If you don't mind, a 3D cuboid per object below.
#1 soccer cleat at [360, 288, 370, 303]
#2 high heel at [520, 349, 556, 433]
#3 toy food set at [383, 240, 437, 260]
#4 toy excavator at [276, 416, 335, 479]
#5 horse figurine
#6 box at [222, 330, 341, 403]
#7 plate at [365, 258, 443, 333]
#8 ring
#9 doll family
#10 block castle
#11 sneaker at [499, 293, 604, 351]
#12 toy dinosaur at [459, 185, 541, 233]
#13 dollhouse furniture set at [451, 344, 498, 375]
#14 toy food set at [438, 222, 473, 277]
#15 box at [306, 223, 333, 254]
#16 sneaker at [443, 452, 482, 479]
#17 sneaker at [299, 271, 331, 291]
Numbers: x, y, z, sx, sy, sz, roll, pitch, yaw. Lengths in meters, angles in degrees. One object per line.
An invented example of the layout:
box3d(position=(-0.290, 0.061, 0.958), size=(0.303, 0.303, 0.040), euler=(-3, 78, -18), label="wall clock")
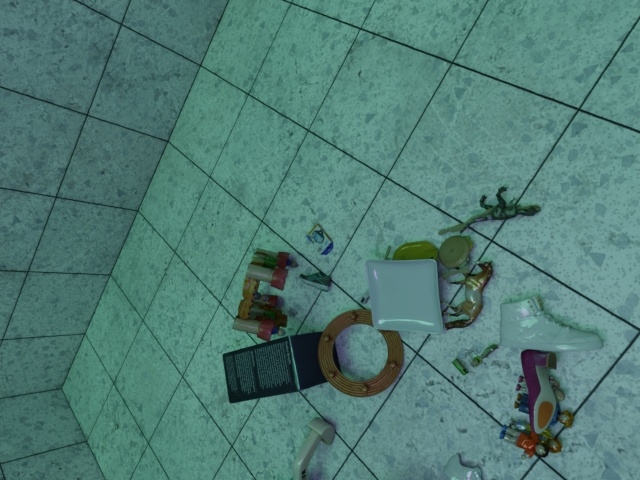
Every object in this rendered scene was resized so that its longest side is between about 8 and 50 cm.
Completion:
box3d(position=(0.188, 0.223, 1.799), size=(0.029, 0.035, 0.083), euler=(39, 107, 33), label="soccer cleat")
box3d(position=(0.645, 0.452, 1.347), size=(0.117, 0.082, 0.244), euler=(155, 129, -67), label="high heel")
box3d(position=(0.351, 0.077, 1.688), size=(0.217, 0.071, 0.128), euler=(-6, 57, 33), label="toy food set")
box3d(position=(-0.093, 1.001, 1.772), size=(0.222, 0.432, 0.446), euler=(20, 124, 36), label="toy excavator")
box3d(position=(0.510, 0.194, 1.552), size=(0.174, 0.066, 0.264), euler=(6, 86, 42), label="horse figurine")
box3d(position=(-0.164, 0.529, 1.859), size=(0.395, 0.293, 0.212), euler=(-22, 72, 32), label="box")
box3d(position=(0.312, 0.201, 1.636), size=(0.277, 0.045, 0.278), euler=(-3, 100, 32), label="plate")
box3d(position=(0.152, 0.432, 1.717), size=(0.336, 0.032, 0.337), euler=(-5, 70, 13), label="ring")
box3d(position=(0.682, 0.554, 1.367), size=(0.163, 0.118, 0.263), euler=(12, 69, 43), label="doll family")
box3d(position=(-0.215, 0.217, 1.865), size=(0.212, 0.453, 0.303), euler=(15, 97, -5), label="block castle")
box3d(position=(0.705, 0.252, 1.377), size=(0.292, 0.108, 0.169), euler=(-5, 84, 37), label="sneaker")
box3d(position=(0.601, -0.112, 1.516), size=(0.268, 0.064, 0.118), euler=(-15, 66, 28), label="toy dinosaur")
box3d(position=(0.527, 0.390, 1.508), size=(0.152, 0.076, 0.059), euler=(-50, 60, 21), label="dollhouse furniture set")
box3d(position=(0.486, 0.042, 1.587), size=(0.132, 0.038, 0.192), euler=(-20, 55, 42), label="toy food set")
box3d(position=(0.000, 0.000, 1.970), size=(0.081, 0.028, 0.136), euler=(-50, 58, 20), label="box")
box3d(position=(0.518, 0.806, 1.469), size=(0.212, 0.080, 0.094), euler=(33, 92, 35), label="sneaker")
box3d(position=(-0.019, 0.170, 1.952), size=(0.166, 0.065, 0.076), euler=(18, 79, 33), label="sneaker")
